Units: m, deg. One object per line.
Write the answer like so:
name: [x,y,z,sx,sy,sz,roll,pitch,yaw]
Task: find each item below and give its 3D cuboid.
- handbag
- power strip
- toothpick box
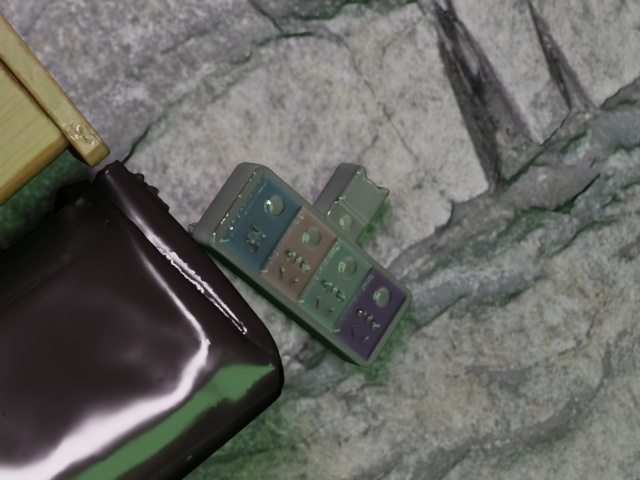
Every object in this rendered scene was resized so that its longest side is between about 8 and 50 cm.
handbag: [-0.200,0.098,1.307,0.285,0.113,0.257,-34,86,-12]
power strip: [0.000,0.000,1.464,0.216,0.061,0.145,41,77,-31]
toothpick box: [-0.333,-0.043,1.188,0.308,0.187,0.190,-41,104,-6]
